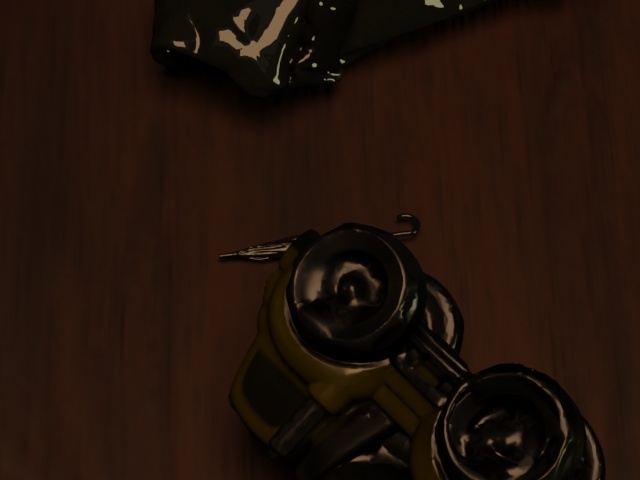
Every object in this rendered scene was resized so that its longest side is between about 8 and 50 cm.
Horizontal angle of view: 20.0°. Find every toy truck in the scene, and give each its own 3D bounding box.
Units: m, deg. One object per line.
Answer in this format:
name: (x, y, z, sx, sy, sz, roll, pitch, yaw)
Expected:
toy truck: (0.039, 0.109, 0.958, 0.165, 0.147, 0.224, -46, 70, 0)

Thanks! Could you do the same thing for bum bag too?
bum bag: (0.040, -0.182, 1.132, 0.326, 0.080, 0.142, -28, 71, -15)

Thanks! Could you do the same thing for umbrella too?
umbrella: (0.001, 0.002, 1.072, 0.122, 0.013, 0.022, -12, 52, -9)
